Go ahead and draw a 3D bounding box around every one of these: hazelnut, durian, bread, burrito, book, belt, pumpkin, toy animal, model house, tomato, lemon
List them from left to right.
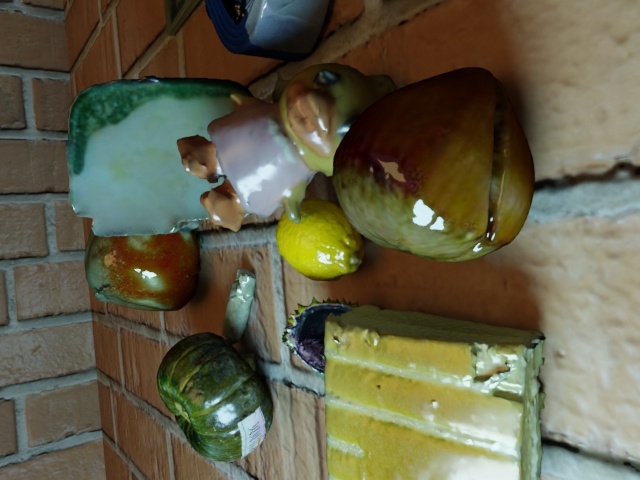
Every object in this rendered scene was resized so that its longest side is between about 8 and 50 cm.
[{"bbox_3d":[-0.427,0.038,1.241,0.304,0.239,0.303,2,92,57],"label":"tomato"},{"bbox_3d":[-0.242,-0.131,0.922,0.284,0.299,0.243,-26,-66,-89],"label":"model house"},{"bbox_3d":[-0.304,-0.616,1.173,0.283,0.025,0.214,-14,82,56],"label":"book"},{"bbox_3d":[-0.192,0.288,1.008,0.260,0.189,0.260,31,139,32],"label":"pumpkin"},{"bbox_3d":[-0.168,0.138,1.059,0.058,0.045,0.188,52,135,47],"label":"burrito"},{"bbox_3d":[-0.103,-0.449,0.834,0.212,0.117,0.346,-46,56,48],"label":"belt"},{"bbox_3d":[-0.029,-0.131,0.685,0.281,0.169,0.195,-28,90,25],"label":"toy animal"},{"bbox_3d":[0.000,0.000,0.748,0.155,0.114,0.114,36,123,43],"label":"lemon"},{"bbox_3d":[0.029,0.140,0.730,0.187,0.119,0.108,45,176,-11],"label":"durian"},{"bbox_3d":[0.121,0.199,0.572,0.246,0.111,0.239,5,102,39],"label":"bread"},{"bbox_3d":[0.117,-0.083,0.527,0.208,0.208,0.208,10,102,54],"label":"hazelnut"}]

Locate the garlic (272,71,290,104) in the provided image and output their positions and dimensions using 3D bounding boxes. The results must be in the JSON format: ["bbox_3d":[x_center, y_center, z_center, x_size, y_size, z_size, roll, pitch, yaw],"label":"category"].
[{"bbox_3d":[-0.031,-0.205,0.815,0.152,0.066,0.084,30,91,45],"label":"garlic"}]
